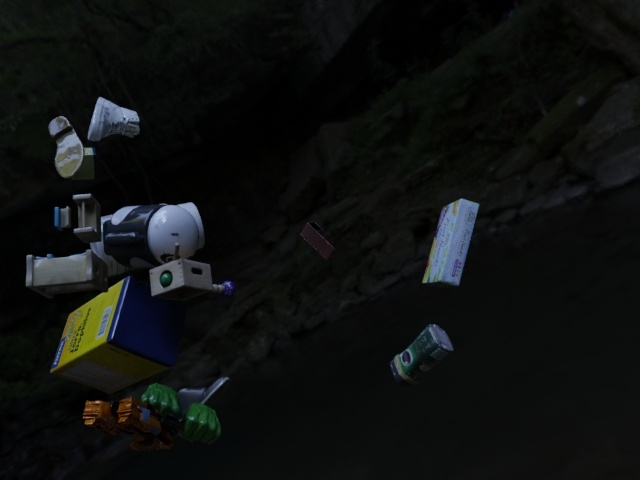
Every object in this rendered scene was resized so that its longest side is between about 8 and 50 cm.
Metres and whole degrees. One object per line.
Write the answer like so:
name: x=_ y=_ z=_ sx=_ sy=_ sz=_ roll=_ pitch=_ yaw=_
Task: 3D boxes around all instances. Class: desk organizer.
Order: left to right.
desk organizer: x=0.000 y=0.000 z=2.097 sx=0.047 sy=0.130 sz=0.050 roll=-15 pitch=-36 yaw=-57

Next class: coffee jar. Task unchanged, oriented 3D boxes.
coffee jar: x=0.272 y=0.321 z=1.773 sx=0.184 sy=0.079 sz=0.096 roll=-48 pitch=35 yaw=25

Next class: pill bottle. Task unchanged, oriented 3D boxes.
pill bottle: x=-0.600 y=-0.012 z=2.243 sx=0.361 sy=0.204 sz=0.204 roll=-15 pitch=-7 yaw=-24

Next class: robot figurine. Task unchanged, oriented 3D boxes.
robot figurine: x=-0.507 y=0.509 z=1.780 sx=0.211 sy=0.085 sz=0.291 roll=-8 pitch=-35 yaw=17
robot figurine: x=-0.460 y=-0.008 z=1.749 sx=0.278 sy=0.173 sz=0.209 roll=-1 pitch=41 yaw=28

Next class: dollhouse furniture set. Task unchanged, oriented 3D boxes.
dollhouse furniture set: x=-0.528 y=0.015 z=1.364 sx=0.129 sy=0.183 sz=0.129 roll=-5 pitch=-16 yaw=-5

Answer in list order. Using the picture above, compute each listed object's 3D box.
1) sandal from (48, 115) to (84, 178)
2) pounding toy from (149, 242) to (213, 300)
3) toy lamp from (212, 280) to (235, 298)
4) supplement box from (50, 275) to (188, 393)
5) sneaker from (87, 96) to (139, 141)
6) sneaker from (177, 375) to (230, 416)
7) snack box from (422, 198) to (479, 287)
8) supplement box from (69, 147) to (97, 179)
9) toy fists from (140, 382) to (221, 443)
sandal: x=-0.684 y=-0.242 z=1.793 sx=0.088 sy=0.240 sz=0.079 roll=-30 pitch=-33 yaw=-1
pounding toy: x=-0.354 y=0.082 z=1.628 sx=0.130 sy=0.100 sz=0.141 roll=-19 pitch=-20 yaw=27
toy lamp: x=-0.437 y=0.163 z=2.325 sx=0.080 sy=0.080 sz=0.275 roll=-31 pitch=-28 yaw=34
supplement box: x=-0.562 y=0.272 z=1.805 sx=0.356 sy=0.194 sz=0.195 roll=-27 pitch=44 yaw=38
sneaker: x=-0.721 y=-0.413 z=2.290 sx=0.108 sy=0.169 sz=0.292 roll=-62 pitch=22 yaw=25
sneaker: x=-0.439 y=0.556 z=2.378 sx=0.222 sy=0.118 sz=0.083 roll=-45 pitch=-27 yaw=-1
snack box: x=0.218 y=0.008 z=1.090 sx=0.100 sy=0.037 sz=0.141 roll=147 pitch=139 yaw=-80
supplement box: x=-0.723 y=-0.232 z=1.959 sx=0.083 sy=0.083 sz=0.056 roll=-5 pitch=31 yaw=-21
toy fists: x=-0.444 y=0.558 z=2.058 sx=0.096 sy=0.279 sz=0.142 roll=-59 pitch=14 yaw=-2
